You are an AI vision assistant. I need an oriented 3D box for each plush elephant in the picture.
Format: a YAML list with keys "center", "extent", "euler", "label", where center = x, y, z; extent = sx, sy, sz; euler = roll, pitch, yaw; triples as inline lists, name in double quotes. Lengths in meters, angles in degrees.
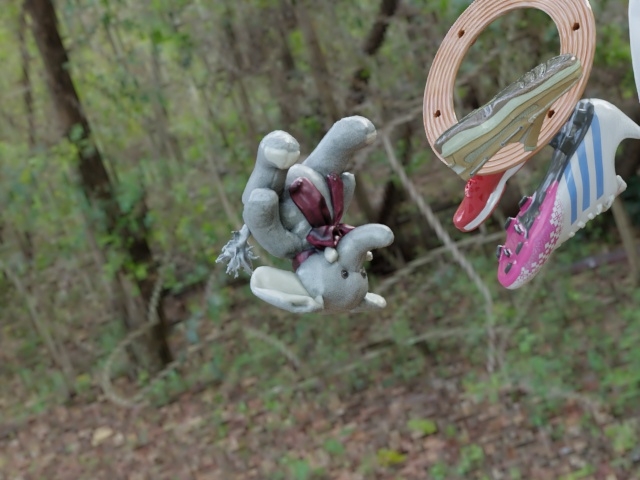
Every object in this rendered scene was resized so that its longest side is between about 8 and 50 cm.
- center: [0.000, 0.000, 2.184]
  extent: [0.272, 0.255, 0.330]
  euler: [-11, -39, -58]
  label: "plush elephant"

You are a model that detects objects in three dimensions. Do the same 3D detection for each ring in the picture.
- center: [0.291, -0.255, 2.122]
  extent: [0.032, 0.337, 0.336]
  euler: [25, -22, -37]
  label: "ring"

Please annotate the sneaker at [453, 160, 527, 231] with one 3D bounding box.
- center: [0.270, -0.127, 2.433]
  extent: [0.221, 0.128, 0.087]
  euler: [-58, 23, 18]
  label: "sneaker"

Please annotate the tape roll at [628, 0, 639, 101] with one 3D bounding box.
- center: [0.497, -0.279, 1.835]
  extent: [0.100, 0.286, 0.286]
  euler: [-3, 17, 29]
  label: "tape roll"

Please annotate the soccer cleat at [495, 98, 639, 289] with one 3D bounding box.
- center: [0.396, -0.057, 2.160]
  extent: [0.143, 0.331, 0.116]
  euler: [21, 13, -14]
  label: "soccer cleat"

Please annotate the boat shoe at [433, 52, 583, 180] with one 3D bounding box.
- center: [0.217, -0.131, 1.506]
  extent: [0.190, 0.072, 0.068]
  euler: [-33, 8, 32]
  label: "boat shoe"
